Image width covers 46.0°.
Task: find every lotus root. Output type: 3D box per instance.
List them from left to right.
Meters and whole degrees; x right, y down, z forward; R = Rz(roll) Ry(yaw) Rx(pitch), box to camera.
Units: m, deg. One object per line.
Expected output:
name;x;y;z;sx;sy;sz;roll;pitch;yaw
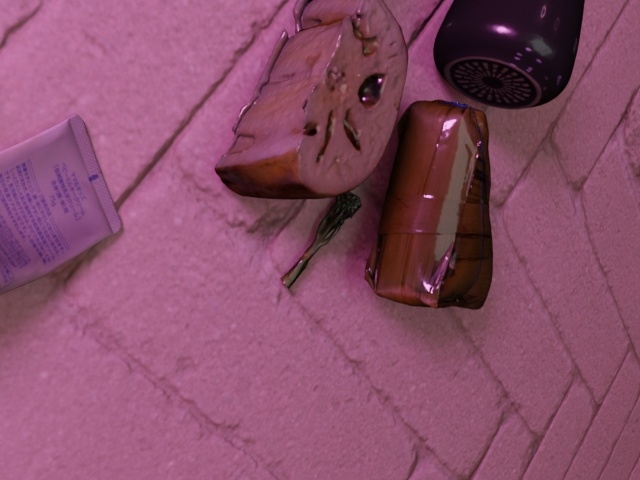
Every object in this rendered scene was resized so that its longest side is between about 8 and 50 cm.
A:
lotus root;0.002;-0.141;0.764;0.138;0.119;0.234;27;80;-46

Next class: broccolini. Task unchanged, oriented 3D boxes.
broccolini;0.000;0.000;0.878;0.140;0.030;0.035;-53;169;-13

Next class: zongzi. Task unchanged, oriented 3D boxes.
zongzi;0.183;-0.035;0.988;0.289;0.123;0.260;7;94;-56

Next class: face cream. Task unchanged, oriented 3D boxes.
face cream;-0.259;-0.006;0.600;0.224;0.070;0.114;-43;130;-43

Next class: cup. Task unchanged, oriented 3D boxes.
cup;0.238;-0.260;0.955;0.223;0.169;0.176;71;37;-76
